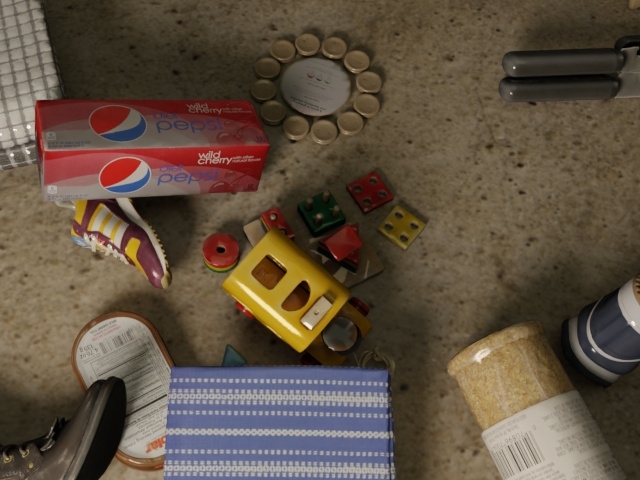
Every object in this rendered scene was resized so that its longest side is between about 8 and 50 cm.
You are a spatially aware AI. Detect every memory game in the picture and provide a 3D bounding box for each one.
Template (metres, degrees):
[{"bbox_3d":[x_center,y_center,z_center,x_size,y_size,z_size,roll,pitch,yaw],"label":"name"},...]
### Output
[{"bbox_3d":[-0.005,-0.212,1.107,0.186,0.012,0.186,2,65,-4],"label":"memory game"}]

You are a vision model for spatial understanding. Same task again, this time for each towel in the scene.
[{"bbox_3d":[-0.040,0.297,0.816,0.243,0.040,0.335,0,75,-2],"label":"towel"},{"bbox_3d":[-0.450,-0.214,1.015,0.235,0.121,0.283,-16,68,-10],"label":"towel"}]

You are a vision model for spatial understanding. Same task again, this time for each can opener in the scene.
[{"bbox_3d":[0.389,-0.245,1.137,0.284,0.076,0.095,-3,32,-6],"label":"can opener"}]

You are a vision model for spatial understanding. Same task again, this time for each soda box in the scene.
[{"bbox_3d":[-0.201,-0.111,0.959,0.263,0.083,0.092,-5,50,-23],"label":"soda box"}]

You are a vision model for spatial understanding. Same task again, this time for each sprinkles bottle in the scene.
[{"bbox_3d":[0.263,0.263,0.839,0.121,0.121,0.355,-19,67,-13],"label":"sprinkles bottle"}]

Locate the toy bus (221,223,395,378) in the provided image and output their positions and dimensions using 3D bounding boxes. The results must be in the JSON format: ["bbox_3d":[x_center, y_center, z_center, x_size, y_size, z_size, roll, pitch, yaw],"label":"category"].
[{"bbox_3d":[-0.014,0.077,0.885,0.202,0.104,0.190,-5,85,-7],"label":"toy bus"}]

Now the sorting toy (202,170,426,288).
[{"bbox_3d":[0.000,0.000,0.986,0.275,0.046,0.132,-24,69,-16],"label":"sorting toy"}]

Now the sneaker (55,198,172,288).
[{"bbox_3d":[-0.248,-0.002,0.956,0.084,0.069,0.185,-29,61,-20],"label":"sneaker"}]

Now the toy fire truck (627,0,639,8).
[{"bbox_3d":[0.562,-0.471,1.180,0.159,0.217,0.246,12,66,33],"label":"toy fire truck"}]

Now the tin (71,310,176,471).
[{"bbox_3d":[-0.210,0.166,0.895,0.106,0.040,0.189,-28,70,-12],"label":"tin"}]

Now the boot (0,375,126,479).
[{"bbox_3d":[-0.346,0.217,0.813,0.229,0.091,0.263,26,81,10],"label":"boot"}]

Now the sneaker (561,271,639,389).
[{"bbox_3d":[0.399,0.093,0.958,0.282,0.153,0.099,-6,58,-41],"label":"sneaker"}]
